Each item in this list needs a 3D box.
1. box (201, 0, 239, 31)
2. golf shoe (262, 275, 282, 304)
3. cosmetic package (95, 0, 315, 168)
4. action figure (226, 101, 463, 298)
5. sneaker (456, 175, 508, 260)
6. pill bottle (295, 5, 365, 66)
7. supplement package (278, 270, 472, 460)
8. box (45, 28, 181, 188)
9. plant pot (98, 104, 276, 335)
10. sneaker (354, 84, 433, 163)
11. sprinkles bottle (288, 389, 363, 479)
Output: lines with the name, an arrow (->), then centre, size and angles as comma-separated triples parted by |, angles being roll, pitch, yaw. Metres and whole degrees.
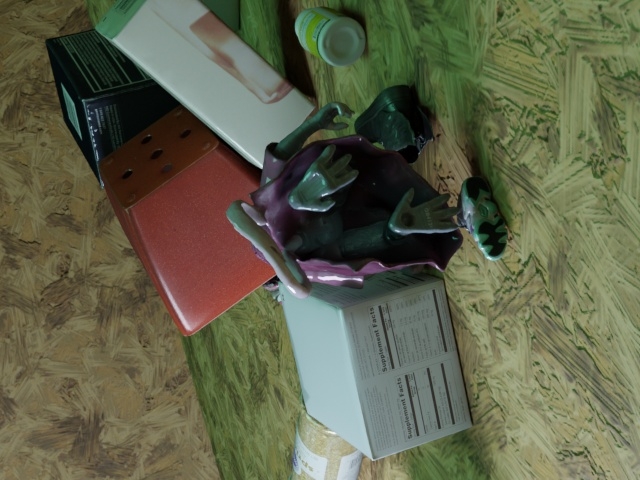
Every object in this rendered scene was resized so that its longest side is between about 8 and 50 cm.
box -> -0.248, -0.487, 2.141 | 0.148, 0.121, 0.311 | 93, 155, -47
golf shoe -> -0.031, 0.091, 2.087 | 0.086, 0.067, 0.186 | 50, 170, -23
cosmetic package -> -0.168, -0.254, 1.825 | 0.296, 0.129, 0.153 | 41, 178, -27
action figure -> 0.000, 0.000, 1.464 | 0.248, 0.276, 0.370 | 55, 157, -9
sneaker -> 0.174, -0.015, 1.370 | 0.069, 0.038, 0.098 | 111, 149, -66
pill bottle -> 0.009, -0.268, 1.617 | 0.116, 0.065, 0.065 | -136, 34, -60
supplement package -> 0.066, 0.148, 1.666 | 0.262, 0.145, 0.204 | -162, 58, -71
box -> -0.295, -0.260, 2.194 | 0.296, 0.294, 0.183 | -128, 26, -53
plant pot -> -0.207, -0.060, 2.018 | 0.236, 0.267, 0.267 | 57, 176, -36
sneaker -> 0.089, -0.127, 1.511 | 0.170, 0.051, 0.089 | 128, 127, -66
sprinkles bottle -> 0.013, 0.350, 2.058 | 0.355, 0.121, 0.121 | 98, 152, -51
